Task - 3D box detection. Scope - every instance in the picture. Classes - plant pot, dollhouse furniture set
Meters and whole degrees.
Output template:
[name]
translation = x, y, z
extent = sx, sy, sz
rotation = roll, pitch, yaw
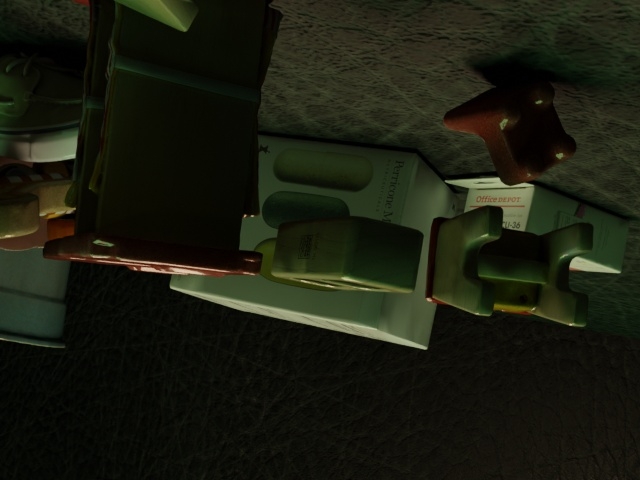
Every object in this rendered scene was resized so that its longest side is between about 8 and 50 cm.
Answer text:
[plant pot]
translation = -0.612, 0.006, 1.646
extent = 0.341, 0.334, 0.341
rotation = 13, 173, 2
[dollhouse furniture set]
translation = 0.008, -0.060, 0.623
extent = 0.374, 0.201, 0.152
rotation = 9, 175, -25

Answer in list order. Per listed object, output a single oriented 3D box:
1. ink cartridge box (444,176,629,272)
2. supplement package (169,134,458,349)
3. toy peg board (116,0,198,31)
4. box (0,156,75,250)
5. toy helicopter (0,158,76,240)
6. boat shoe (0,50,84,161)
[ink cartridge box]
translation = 0.244, -0.017, 1.006
extent = 0.198, 0.067, 0.115
rotation = 17, 172, -28
[supplement package]
translation = 0.000, 0.000, 1.039
extent = 0.263, 0.199, 0.198
rotation = 10, 172, 25
[toy peg board]
translation = -0.135, -0.188, 0.392
extent = 0.161, 0.079, 0.161
rotation = 27, 176, 15
[box]
translation = -0.535, -0.092, 1.231
extent = 0.381, 0.143, 0.191
rotation = 17, -170, 34
[toy helicopter]
translation = -0.340, -0.048, 0.915
extent = 0.235, 0.140, 0.355
rotation = -1, -171, -11
[boat shoe]
translation = -0.299, -0.141, 0.877
extent = 0.302, 0.094, 0.109
rotation = 2, -149, 27
